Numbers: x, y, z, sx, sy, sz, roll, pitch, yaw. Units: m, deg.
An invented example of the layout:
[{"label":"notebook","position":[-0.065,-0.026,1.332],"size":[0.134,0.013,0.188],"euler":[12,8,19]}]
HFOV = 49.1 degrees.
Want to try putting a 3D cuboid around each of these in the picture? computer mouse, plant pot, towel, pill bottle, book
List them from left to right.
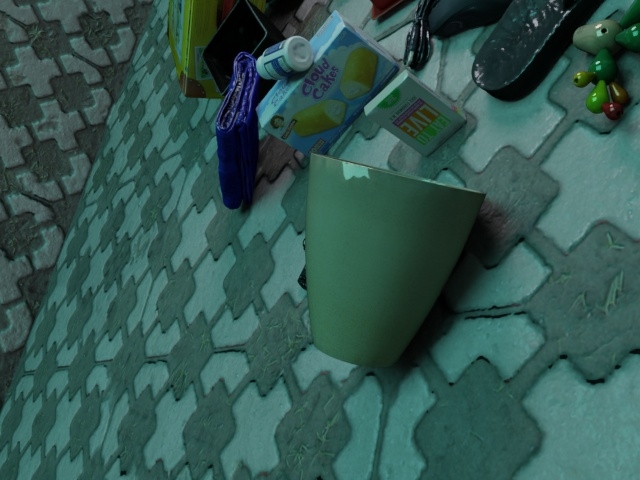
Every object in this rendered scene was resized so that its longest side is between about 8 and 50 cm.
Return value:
[{"label":"towel","position":[-0.172,-0.235,1.573],"size":[0.308,0.076,0.228],"euler":[99,-177,-60]},{"label":"plant pot","position":[-0.155,-0.449,1.726],"size":[0.188,0.167,0.187],"euler":[-48,48,23]},{"label":"pill bottle","position":[-0.073,-0.350,1.363],"size":[0.120,0.067,0.067],"euler":[-3,65,53]},{"label":"plant pot","position":[0.079,0.034,1.018],"size":[0.256,0.256,0.274],"euler":[25,103,58]},{"label":"book","position":[0.156,-0.207,1.146],"size":[0.096,0.144,0.035],"euler":[-40,39,33]},{"label":"computer mouse","position":[0.247,-0.429,1.250],"size":[0.272,0.072,0.188],"euler":[-11,57,52]}]

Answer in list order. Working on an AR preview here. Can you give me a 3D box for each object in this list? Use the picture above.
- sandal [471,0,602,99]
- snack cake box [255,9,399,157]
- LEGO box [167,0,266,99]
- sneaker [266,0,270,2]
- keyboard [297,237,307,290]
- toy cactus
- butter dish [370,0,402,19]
[{"label":"sandal","position":[0.367,-0.421,1.039],"size":[0.446,0.107,0.167],"euler":[-58,32,7]},{"label":"snack cake box","position":[0.010,-0.308,1.421],"size":[0.264,0.152,0.089],"euler":[-47,36,24]},{"label":"LEGO box","position":[-0.275,-0.684,1.842],"size":[0.372,0.193,0.500],"euler":[-112,28,-45]},{"label":"sneaker","position":[-0.117,-0.716,1.972],"size":[0.226,0.086,0.163],"euler":[51,155,21]},{"label":"keyboard","position":[0.000,0.000,1.317],"size":[0.100,0.038,0.192],"euler":[21,84,58]},{"label":"toy cactus","position":[0.390,-0.265,0.915],"size":[0.219,0.112,0.180],"euler":[-67,22,8]},{"label":"butter dish","position":[0.138,-0.576,1.469],"size":[0.160,0.118,0.160],"euler":[-21,50,46]}]
